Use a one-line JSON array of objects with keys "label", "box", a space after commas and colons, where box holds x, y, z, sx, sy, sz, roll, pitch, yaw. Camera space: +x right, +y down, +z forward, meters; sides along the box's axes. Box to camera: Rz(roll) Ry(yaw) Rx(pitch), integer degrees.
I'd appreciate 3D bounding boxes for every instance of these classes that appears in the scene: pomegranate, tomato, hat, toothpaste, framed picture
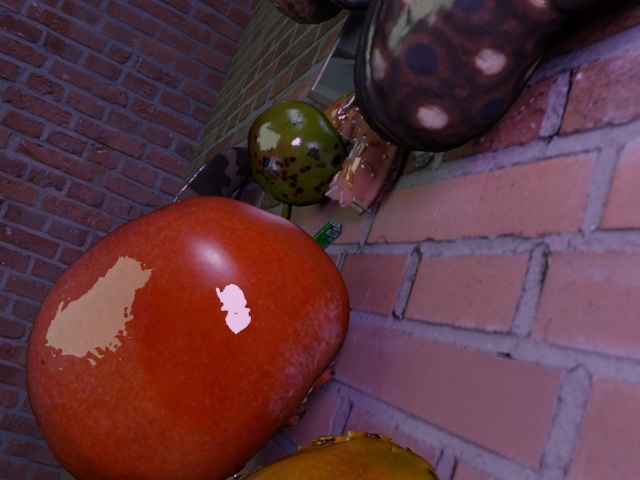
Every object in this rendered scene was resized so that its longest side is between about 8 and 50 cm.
[{"label": "pomegranate", "box": [-0.016, -0.143, 0.879, 0.205, 0.159, 0.159, -39, 25, 3]}, {"label": "tomato", "box": [-0.137, 0.109, 0.648, 0.341, 0.273, 0.341, -44, -3, -3]}, {"label": "hat", "box": [-0.257, -0.022, 1.359, 0.382, 0.257, 0.366, -31, 4, -5]}, {"label": "toothpaste", "box": [0.000, 0.000, 0.839, 0.083, 0.020, 0.017, -43, 29, 46]}, {"label": "framed picture", "box": [0.060, -0.334, 1.051, 0.213, 0.016, 0.289, -61, 22, 12]}]

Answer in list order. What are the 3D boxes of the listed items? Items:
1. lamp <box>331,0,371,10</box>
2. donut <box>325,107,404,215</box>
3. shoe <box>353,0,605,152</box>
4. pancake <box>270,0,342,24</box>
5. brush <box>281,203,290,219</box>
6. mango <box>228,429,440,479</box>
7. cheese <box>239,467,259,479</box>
[{"label": "lamp", "box": [0.078, -0.533, 0.928, 0.203, 0.125, 0.283, 50, 120, 19]}, {"label": "donut", "box": [0.062, -0.121, 0.758, 0.117, 0.065, 0.166, -48, 29, 40]}, {"label": "shoe", "box": [0.179, -0.237, 0.461, 0.383, 0.171, 0.237, -63, 24, 8]}, {"label": "pancake", "box": [0.016, -0.564, 1.023, 0.387, 0.082, 0.386, -45, -24, -27]}, {"label": "brush", "box": [-0.064, -0.027, 1.036, 0.083, 0.011, 0.205, -47, 27, 43]}, {"label": "mango", "box": [-0.015, 0.221, 0.390, 0.156, 0.249, 0.151, 39, 136, 34]}, {"label": "cheese", "box": [-0.072, 0.327, 0.546, 0.226, 0.117, 0.213, -55, 17, 37]}]
